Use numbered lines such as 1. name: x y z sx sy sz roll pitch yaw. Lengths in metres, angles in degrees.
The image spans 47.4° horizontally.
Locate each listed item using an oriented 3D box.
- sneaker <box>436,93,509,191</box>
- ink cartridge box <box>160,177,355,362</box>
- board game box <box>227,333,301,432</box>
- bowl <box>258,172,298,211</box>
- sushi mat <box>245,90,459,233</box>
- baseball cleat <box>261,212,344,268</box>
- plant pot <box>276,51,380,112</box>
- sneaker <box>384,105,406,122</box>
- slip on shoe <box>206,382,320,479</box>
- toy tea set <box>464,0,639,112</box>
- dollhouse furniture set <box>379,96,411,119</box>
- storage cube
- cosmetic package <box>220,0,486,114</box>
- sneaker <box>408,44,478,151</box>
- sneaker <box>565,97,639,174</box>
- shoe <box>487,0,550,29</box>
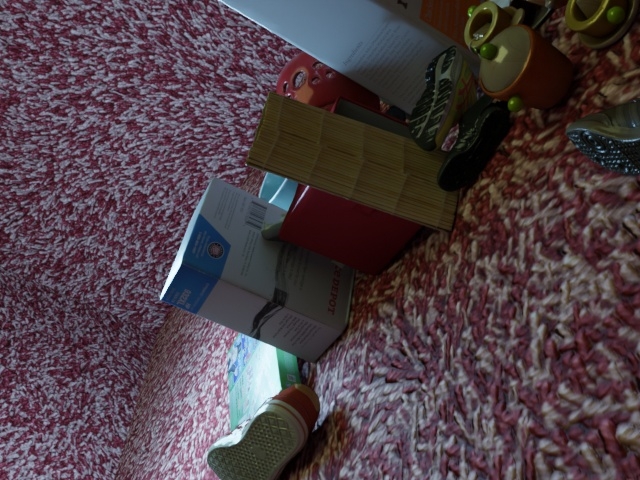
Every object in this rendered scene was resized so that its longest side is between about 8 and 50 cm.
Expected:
1. sneaker: 0.226 -0.153 1.073 0.170 0.051 0.089 -54 17 17
2. ink cartridge box: -0.103 0.055 1.332 0.129 0.307 0.223 -53 18 42
3. board game box: -0.119 0.262 1.445 0.213 0.046 0.317 -58 24 25
4. bowl: 0.000 -0.177 1.662 0.311 0.163 0.311 -57 16 26
5. sushi mat: 0.055 -0.117 1.077 0.019 0.316 0.151 115 172 -52
6. baseball cleat: 0.000 0.000 1.295 0.072 0.206 0.109 145 114 -69
7. plant pot: 0.025 -0.237 1.352 0.191 0.191 0.174 -51 43 40
8. sneaker: 0.067 -0.157 1.465 0.286 0.130 0.109 -55 15 25
9. slip on shoe: -0.096 0.343 1.237 0.101 0.123 0.331 -40 -9 -46
10. toy tea set: 0.251 -0.315 0.969 0.200 0.124 0.336 -59 32 26
11. dollhouse furniture set: 0.170 -0.359 1.509 0.161 0.101 0.182 -59 15 16
12. storage cube: 0.064 -0.083 1.200 0.193 0.215 0.183 126 163 -55
13. cosmetic package: 0.067 -0.423 1.275 0.161 0.453 0.230 -47 23 44
14. sneaker: 0.207 -0.211 1.143 0.081 0.094 0.208 -20 39 48
15. sneaker: 0.314 -0.107 0.691 0.071 0.066 0.188 -47 19 -5
16. shoe: 0.306 -0.359 1.090 0.219 0.076 0.058 -46 18 44
